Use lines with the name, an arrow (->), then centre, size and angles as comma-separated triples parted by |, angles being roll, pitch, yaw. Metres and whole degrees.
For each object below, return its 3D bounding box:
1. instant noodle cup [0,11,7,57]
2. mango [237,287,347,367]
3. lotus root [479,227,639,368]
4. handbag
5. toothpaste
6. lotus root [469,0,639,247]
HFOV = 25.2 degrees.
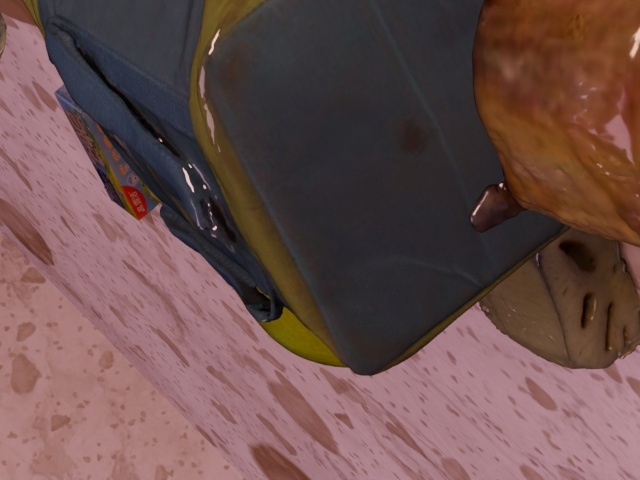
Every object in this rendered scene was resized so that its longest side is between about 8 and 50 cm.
instant noodle cup -> -0.452, -0.269, 1.354 | 0.311, 0.311, 0.221 | 45, 154, 7
mango -> -0.003, -0.006, 1.054 | 0.185, 0.149, 0.273 | 59, 173, -19
lotus root -> 0.129, 0.016, 0.918 | 0.144, 0.070, 0.143 | 21, 149, 56
handbag -> -0.011, -0.092, 0.763 | 0.241, 0.222, 0.263 | 33, 161, 52
toothpaste -> -0.221, -0.096, 1.556 | 0.070, 0.044, 0.193 | 36, 160, 33
lotus root -> 0.169, -0.071, 0.457 | 0.074, 0.261, 0.170 | 22, 119, 57
